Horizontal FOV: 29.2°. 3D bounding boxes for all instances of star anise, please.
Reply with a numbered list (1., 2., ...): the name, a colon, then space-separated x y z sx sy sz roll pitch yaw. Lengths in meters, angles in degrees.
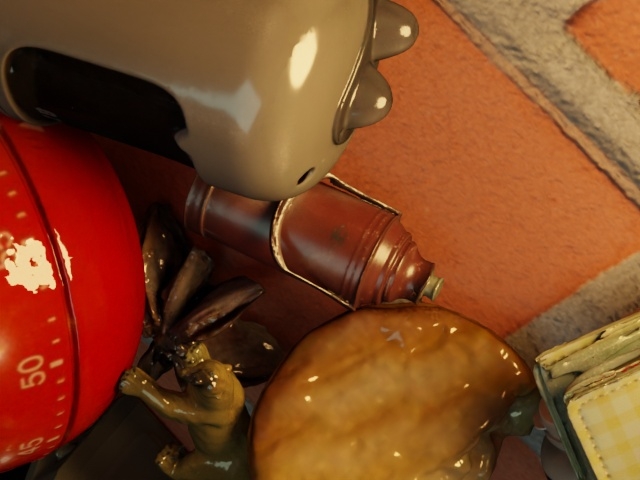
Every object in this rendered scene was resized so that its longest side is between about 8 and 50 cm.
1. star anise: -0.130 0.075 1.238 0.229 0.093 0.236 -14 111 43

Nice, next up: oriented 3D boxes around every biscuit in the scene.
1. biscuit: 0.054 0.169 1.105 0.213 0.274 0.091 49 176 16

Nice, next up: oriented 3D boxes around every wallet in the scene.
1. wallet: 0.322 0.190 1.001 0.223 0.077 0.309 -26 113 -1

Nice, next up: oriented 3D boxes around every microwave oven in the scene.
1. microwave oven: -0.286 0.347 1.467 0.295 0.181 0.237 -30 104 41

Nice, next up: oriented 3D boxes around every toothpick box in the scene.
1. toothpick box: -0.087 -0.162 0.960 0.316 0.229 0.229 19 131 15

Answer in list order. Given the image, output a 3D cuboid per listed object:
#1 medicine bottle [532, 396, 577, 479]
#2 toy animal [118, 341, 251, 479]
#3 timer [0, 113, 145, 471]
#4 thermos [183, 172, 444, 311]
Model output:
1. medicine bottle: 0.259 0.214 1.092 0.107 0.107 0.191 -6 120 34
2. toy animal: -0.101 0.161 1.133 0.101 0.103 0.218 25 146 34
3. timer: -0.328 0.026 1.141 0.378 0.279 0.378 27 126 44
4. thermos: 0.002 -0.003 1.097 0.232 0.099 0.124 25 169 10
